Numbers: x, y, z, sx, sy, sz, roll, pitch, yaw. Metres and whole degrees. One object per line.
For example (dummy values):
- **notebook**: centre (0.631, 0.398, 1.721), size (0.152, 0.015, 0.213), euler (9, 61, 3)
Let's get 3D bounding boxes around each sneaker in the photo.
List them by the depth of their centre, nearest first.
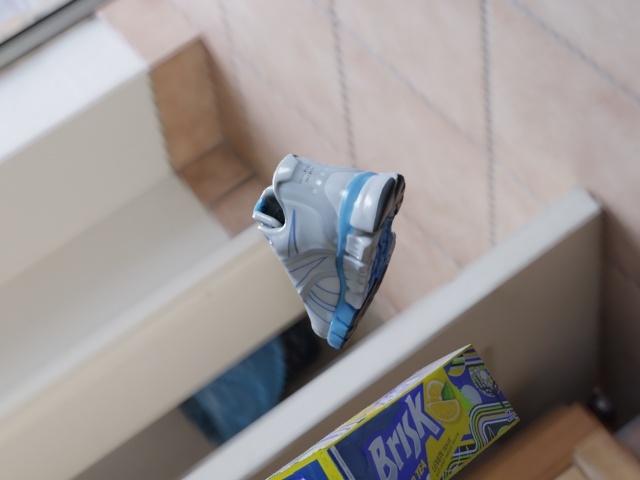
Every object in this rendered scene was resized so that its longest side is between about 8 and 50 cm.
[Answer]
- **sneaker**: centre (0.000, 0.000, 0.990), size (0.083, 0.071, 0.191), euler (23, 153, 8)

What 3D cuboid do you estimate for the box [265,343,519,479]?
- **box**: centre (0.045, 0.121, 0.952), size (0.054, 0.169, 0.059), euler (-35, 86, 38)
